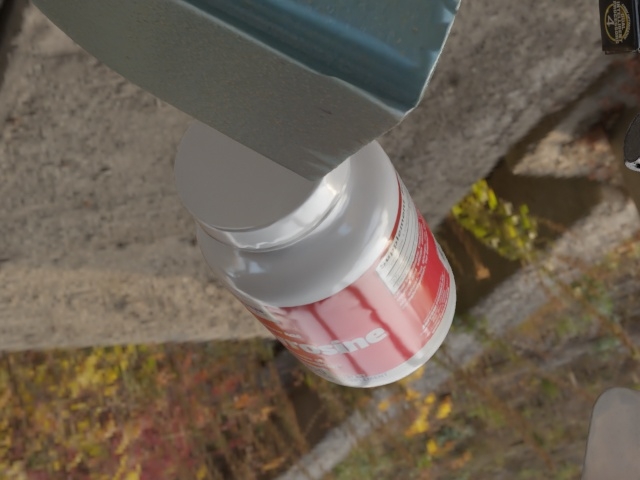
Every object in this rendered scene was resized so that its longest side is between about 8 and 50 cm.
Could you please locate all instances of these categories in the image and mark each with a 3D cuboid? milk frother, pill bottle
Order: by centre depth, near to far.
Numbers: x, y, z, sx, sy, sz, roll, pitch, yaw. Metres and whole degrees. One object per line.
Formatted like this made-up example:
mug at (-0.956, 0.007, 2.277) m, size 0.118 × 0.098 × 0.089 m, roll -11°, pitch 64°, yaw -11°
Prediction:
pill bottle at (0.000, 0.000, 1.329) m, size 0.229 × 0.229 × 0.407 m, roll -21°, pitch 149°, yaw 11°
milk frother at (0.530, -0.105, 1.776) m, size 0.135 × 0.143 × 0.129 m, roll 14°, pitch 141°, yaw -12°

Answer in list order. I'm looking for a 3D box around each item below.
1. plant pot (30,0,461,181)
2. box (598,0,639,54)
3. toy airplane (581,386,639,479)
plant pot at (-0.051, -0.204, 0.608) m, size 0.252 × 0.247 × 0.248 m, roll 23°, pitch 172°, yaw -9°
box at (0.588, -0.456, 1.732) m, size 0.395 × 0.318 × 0.097 m, roll -11°, pitch -170°, yaw -21°
toy airplane at (0.292, 0.195, 0.597) m, size 0.384 × 0.386 × 0.272 m, roll -35°, pitch 169°, yaw 6°
